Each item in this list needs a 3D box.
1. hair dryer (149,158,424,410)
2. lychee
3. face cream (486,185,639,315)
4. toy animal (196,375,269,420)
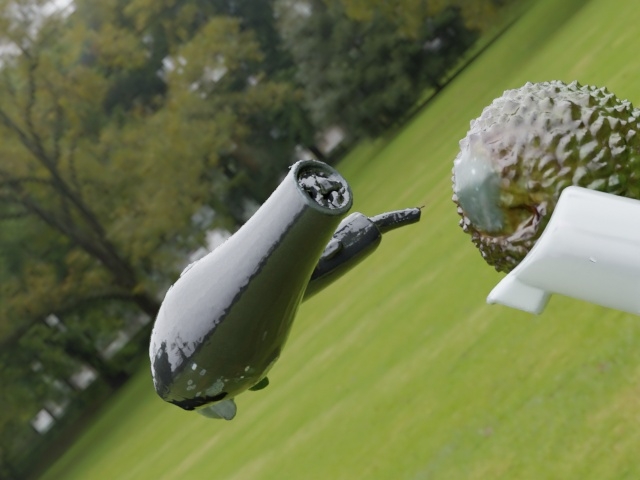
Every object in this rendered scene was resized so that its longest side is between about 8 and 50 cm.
[{"bbox_3d":[0.000,0.000,0.971,0.272,0.091,0.235,-34,-15,-49],"label":"hair dryer"},{"bbox_3d":[0.180,-0.046,0.982,0.171,0.171,0.171,-43,5,5],"label":"lychee"},{"bbox_3d":[0.289,0.033,0.796,0.145,0.370,0.145,14,-90,-76],"label":"face cream"},{"bbox_3d":[-0.123,0.114,1.468,0.108,0.138,0.236,-54,17,2],"label":"toy animal"}]
